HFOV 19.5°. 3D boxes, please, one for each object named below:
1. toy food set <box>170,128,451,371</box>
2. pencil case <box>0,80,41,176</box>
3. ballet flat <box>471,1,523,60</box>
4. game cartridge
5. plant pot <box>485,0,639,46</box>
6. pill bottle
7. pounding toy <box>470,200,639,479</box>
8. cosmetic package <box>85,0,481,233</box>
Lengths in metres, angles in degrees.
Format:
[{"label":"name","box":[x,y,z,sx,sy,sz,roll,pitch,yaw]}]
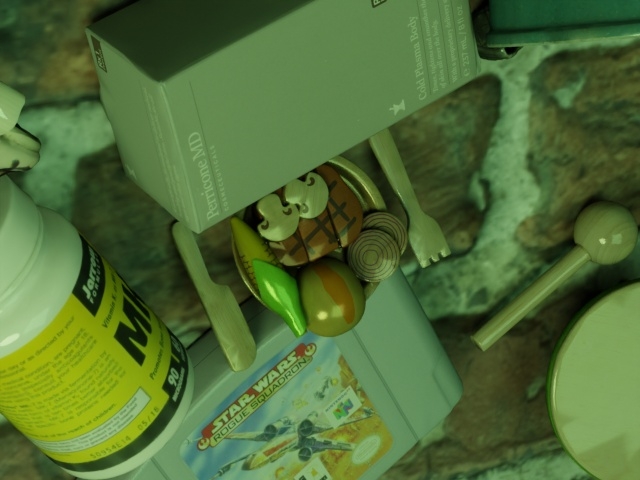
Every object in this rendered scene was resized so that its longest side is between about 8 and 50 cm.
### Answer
[{"label":"toy food set","box":[0.000,0.000,1.314,0.192,0.038,0.132,-29,99,-22]},{"label":"pencil case","box":[-0.329,0.051,1.027,0.410,0.183,0.160,-52,134,-3]},{"label":"ballet flat","box":[0.181,-0.184,1.377,0.173,0.049,0.057,-38,133,-14]},{"label":"game cartridge","box":[-0.036,0.141,1.394,0.297,0.062,0.198,-41,137,-12]},{"label":"plant pot","box":[0.234,-0.267,1.225,0.272,0.272,0.255,-10,98,-33]},{"label":"pill bottle","box":[-0.179,0.053,1.186,0.119,0.119,0.208,-45,134,-8]},{"label":"pounding toy","box":[0.247,0.090,1.568,0.183,0.110,0.237,-44,106,0]},{"label":"cosmetic package","box":[-0.022,-0.122,1.220,0.238,0.107,0.127,-34,134,-22]}]
